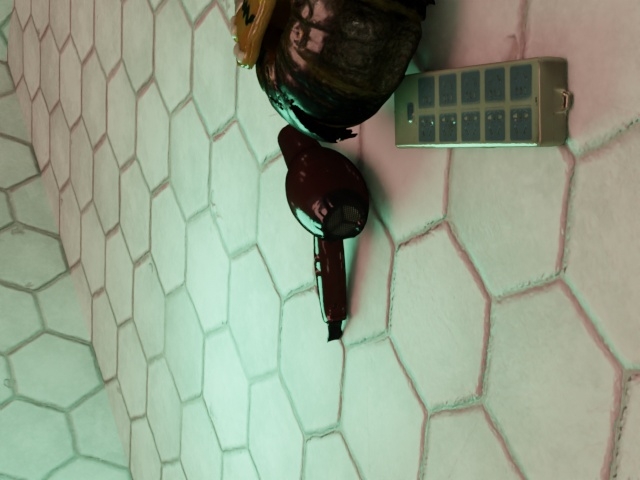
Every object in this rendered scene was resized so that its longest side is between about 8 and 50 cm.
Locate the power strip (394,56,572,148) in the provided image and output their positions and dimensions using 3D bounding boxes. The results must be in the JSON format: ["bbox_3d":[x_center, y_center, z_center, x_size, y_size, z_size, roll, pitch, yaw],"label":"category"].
[{"bbox_3d":[0.192,-0.172,1.450,0.367,0.043,0.106,7,100,63],"label":"power strip"}]

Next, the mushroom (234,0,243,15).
[{"bbox_3d":[-0.065,-0.460,1.775,0.109,0.097,0.351,55,-140,-55],"label":"mushroom"}]

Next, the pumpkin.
[{"bbox_3d":[0.025,-0.306,1.568,0.320,0.192,0.321,-165,90,-73],"label":"pumpkin"}]

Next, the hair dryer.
[{"bbox_3d":[0.000,0.000,1.831,0.312,0.123,0.341,-122,26,-61],"label":"hair dryer"}]

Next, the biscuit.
[{"bbox_3d":[-0.075,-0.363,1.547,0.158,0.035,0.240,-110,39,-55],"label":"biscuit"}]
